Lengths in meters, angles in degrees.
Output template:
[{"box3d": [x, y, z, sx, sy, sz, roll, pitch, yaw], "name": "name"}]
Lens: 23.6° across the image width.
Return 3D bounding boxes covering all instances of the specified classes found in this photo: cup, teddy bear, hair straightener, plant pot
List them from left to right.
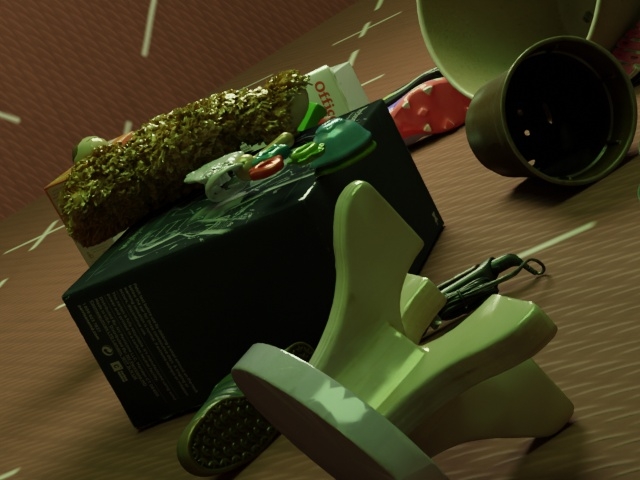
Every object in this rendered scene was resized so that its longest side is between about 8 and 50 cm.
[{"box3d": [-0.161, -0.117, 1.802, 0.338, 0.113, 0.245, -25, 12, 10], "name": "teddy bear"}, {"box3d": [0.116, 0.074, 1.493, 0.230, 0.047, 0.089, -23, 16, -1], "name": "hair straightener"}, {"box3d": [0.255, -0.140, 1.774, 0.167, 0.167, 0.165, -31, 6, -15], "name": "plant pot"}, {"box3d": [0.332, -0.353, 2.148, 0.237, 0.331, 0.331, -6, -4, -43], "name": "cup"}]

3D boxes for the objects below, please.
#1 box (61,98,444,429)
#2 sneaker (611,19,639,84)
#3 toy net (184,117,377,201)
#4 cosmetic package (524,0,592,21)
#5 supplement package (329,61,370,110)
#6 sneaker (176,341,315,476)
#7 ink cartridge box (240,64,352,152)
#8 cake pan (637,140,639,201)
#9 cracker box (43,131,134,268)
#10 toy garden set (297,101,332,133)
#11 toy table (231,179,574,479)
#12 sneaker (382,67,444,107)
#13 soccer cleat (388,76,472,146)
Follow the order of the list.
[{"box3d": [-0.063, 0.018, 1.730, 0.312, 0.179, 0.343, -20, 16, 23], "name": "box"}, {"box3d": [0.450, -0.262, 2.034, 0.063, 0.075, 0.170, 22, 71, 50], "name": "sneaker"}, {"box3d": [-0.057, -0.070, 1.582, 0.232, 0.045, 0.122, -16, 19, 39], "name": "toy net"}, {"box3d": [0.442, -0.415, 2.403, 0.385, 0.156, 0.217, -27, 14, -4], "name": "cosmetic package"}, {"box3d": [-0.045, -0.180, 2.506, 0.244, 0.134, 0.139, -13, 20, 46], "name": "supplement package"}, {"box3d": [-0.082, 0.169, 1.475, 0.086, 0.064, 0.192, -24, 12, 48], "name": "sneaker"}, {"box3d": [-0.053, -0.119, 2.187, 0.237, 0.172, 0.100, -26, -6, 5], "name": "ink cartridge box"}, {"box3d": [0.445, -0.121, 1.533, 0.293, 0.054, 0.293, -26, 13, 7], "name": "cake pan"}, {"box3d": [-0.260, -0.012, 2.095, 0.067, 0.232, 0.156, -20, 15, 32], "name": "cracker box"}, {"box3d": [-0.039, -0.063, 2.038, 0.244, 0.049, 0.204, -65, 22, -2], "name": "toy garden set"}, {"box3d": [0.057, 0.097, 1.135, 0.161, 0.252, 0.274, -47, 29, -11], "name": "toy table"}, {"box3d": [0.164, -0.223, 2.373, 0.234, 0.084, 0.097, -20, 14, 28], "name": "sneaker"}, {"box3d": [0.126, -0.175, 2.290, 0.248, 0.083, 0.095, -30, 9, 0], "name": "soccer cleat"}]
